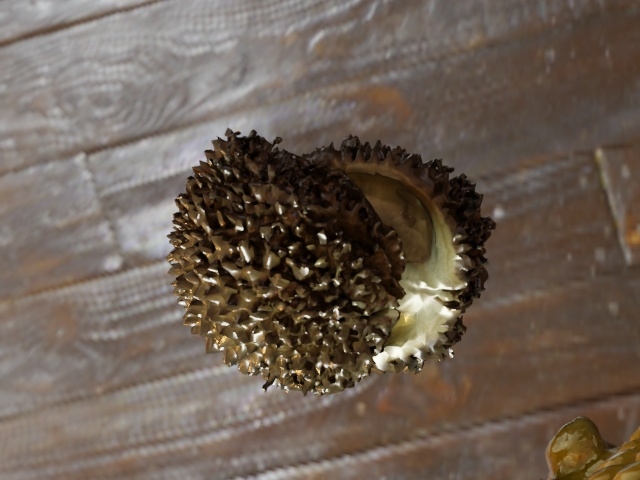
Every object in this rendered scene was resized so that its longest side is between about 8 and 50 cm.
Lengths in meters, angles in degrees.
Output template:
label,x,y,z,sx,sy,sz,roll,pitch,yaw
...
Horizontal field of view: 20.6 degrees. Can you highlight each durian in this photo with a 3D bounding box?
label,x,y,z,sx,sy,sz,roll,pitch,yaw
durian,0.000,0.000,1.060,0.196,0.196,0.167,32,109,-4

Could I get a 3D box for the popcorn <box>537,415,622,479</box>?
label,x,y,z,sx,sy,sz,roll,pitch,yaw
popcorn,0.166,0.176,0.846,0.197,0.197,0.155,47,73,-10

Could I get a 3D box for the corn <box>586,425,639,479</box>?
label,x,y,z,sx,sy,sz,roll,pitch,yaw
corn,0.176,0.070,0.536,0.122,0.305,0.123,1,116,47
